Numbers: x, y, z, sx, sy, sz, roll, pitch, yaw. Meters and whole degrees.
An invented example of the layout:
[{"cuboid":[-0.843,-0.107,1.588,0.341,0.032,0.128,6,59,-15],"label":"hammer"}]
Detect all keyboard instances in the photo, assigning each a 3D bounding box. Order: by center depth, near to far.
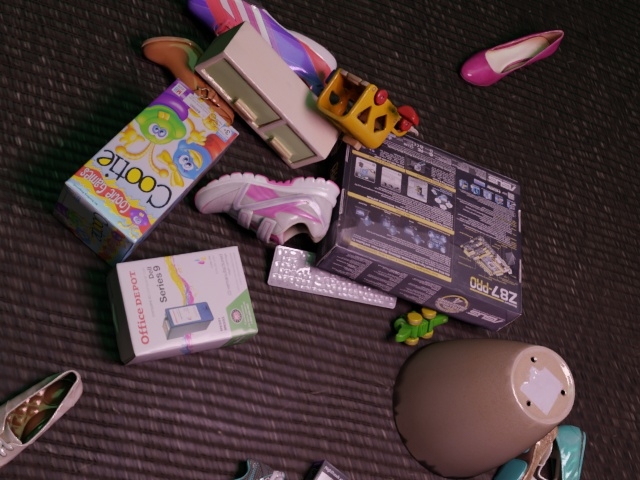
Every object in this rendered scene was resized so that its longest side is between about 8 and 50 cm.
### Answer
[{"cuboid":[0.030,0.068,1.597,0.256,0.014,0.072,12,99,-22],"label":"keyboard"}]

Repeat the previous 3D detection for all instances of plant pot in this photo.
[{"cuboid":[0.304,0.274,1.521,0.256,0.274,0.256,9,69,-23],"label":"plant pot"}]

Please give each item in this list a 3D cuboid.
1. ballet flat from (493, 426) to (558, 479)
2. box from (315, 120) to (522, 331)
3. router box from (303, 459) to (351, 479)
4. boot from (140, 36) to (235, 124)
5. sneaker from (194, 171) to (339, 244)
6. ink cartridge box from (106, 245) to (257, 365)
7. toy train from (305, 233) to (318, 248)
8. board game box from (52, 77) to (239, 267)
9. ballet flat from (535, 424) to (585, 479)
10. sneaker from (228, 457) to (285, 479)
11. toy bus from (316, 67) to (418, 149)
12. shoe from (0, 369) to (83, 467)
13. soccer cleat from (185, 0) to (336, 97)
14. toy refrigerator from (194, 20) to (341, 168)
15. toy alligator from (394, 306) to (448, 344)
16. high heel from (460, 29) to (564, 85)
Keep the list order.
[{"cuboid":[0.383,0.413,1.616,0.067,0.073,0.206,40,75,-20],"label":"ballet flat"},{"cuboid":[0.197,-0.036,1.657,0.395,0.097,0.318,20,52,-18],"label":"box"},{"cuboid":[0.033,0.472,1.452,0.179,0.046,0.133,40,59,-8],"label":"router box"},{"cuboid":[-0.238,-0.276,1.581,0.197,0.073,0.152,13,71,-18],"label":"boot"},{"cuboid":[-0.095,-0.050,1.517,0.252,0.103,0.111,2,75,4],"label":"sneaker"},{"cuboid":[-0.228,0.106,1.434,0.212,0.093,0.154,-8,76,-26],"label":"ink cartridge box"},{"cuboid":[0.000,0.000,1.612,0.158,0.036,0.027,39,60,-8],"label":"toy train"},{"cuboid":[-0.289,-0.112,1.452,0.142,0.144,0.275,42,59,-6],"label":"board game box"},{"cuboid":[0.445,0.468,1.643,0.087,0.083,0.247,8,66,3],"label":"ballet flat"},{"cuboid":[-0.132,0.418,1.394,0.076,0.065,0.166,37,56,9],"label":"sneaker"},{"cuboid":[0.081,-0.216,1.573,0.202,0.191,0.104,36,90,-5],"label":"toy bus"},{"cuboid":[-0.443,0.264,1.292,0.219,0.058,0.076,-41,92,-31],"label":"shoe"},{"cuboid":[-0.120,-0.367,1.651,0.318,0.108,0.116,28,66,-17],"label":"soccer cleat"},{"cuboid":[-0.092,-0.254,1.579,0.269,0.102,0.094,45,57,-26],"label":"toy refrigerator"},{"cuboid":[0.198,0.147,1.651,0.189,0.056,0.051,-19,37,-36],"label":"toy alligator"},{"cuboid":[0.419,-0.405,1.911,0.244,0.117,0.082,-15,79,-29],"label":"high heel"}]
